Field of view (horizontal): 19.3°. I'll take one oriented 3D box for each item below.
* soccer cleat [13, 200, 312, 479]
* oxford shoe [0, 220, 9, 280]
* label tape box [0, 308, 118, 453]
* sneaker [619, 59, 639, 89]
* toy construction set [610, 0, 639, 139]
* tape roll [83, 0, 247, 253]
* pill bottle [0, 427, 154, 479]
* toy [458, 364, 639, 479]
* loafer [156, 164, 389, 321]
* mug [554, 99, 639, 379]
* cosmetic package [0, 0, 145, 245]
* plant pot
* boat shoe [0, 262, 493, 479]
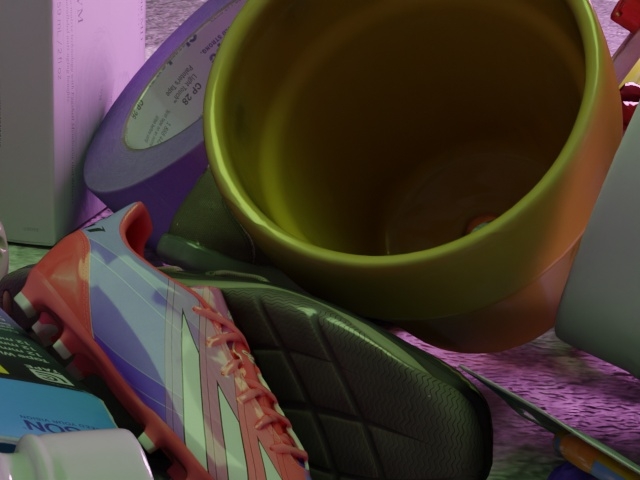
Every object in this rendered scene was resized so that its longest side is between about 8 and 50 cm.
[{"bbox_3d":[-0.061,0.081,0.999,0.095,0.083,0.248,-41,66,-11],"label":"soccer cleat"},{"bbox_3d":[-0.415,0.021,1.226,0.449,0.169,0.130,-10,-15,-39],"label":"oxford shoe"},{"bbox_3d":[-0.273,0.081,0.976,0.249,0.115,0.348,11,11,-30],"label":"label tape box"},{"bbox_3d":[0.340,-0.097,1.709,0.147,0.145,0.385,-4,17,-23],"label":"sneaker"},{"bbox_3d":[0.179,-0.059,1.507,0.309,0.257,0.237,14,-32,-17],"label":"toy construction set"},{"bbox_3d":[-0.062,-0.113,1.507,0.275,0.090,0.275,-36,25,19],"label":"tape roll"},{"bbox_3d":[-0.211,0.153,0.762,0.283,0.161,0.161,-3,18,-18],"label":"pill bottle"},{"bbox_3d":[0.176,0.152,0.965,0.237,0.056,0.137,25,-8,42],"label":"toy"},{"bbox_3d":[0.000,0.000,1.362,0.251,0.087,0.094,11,7,-43],"label":"loafer"},{"bbox_3d":[0.326,0.034,1.115,0.328,0.276,0.374,24,52,13],"label":"mug"},{"bbox_3d":[-0.246,-0.136,1.608,0.138,0.224,0.224,6,17,12],"label":"cosmetic package"},{"bbox_3d":[0.082,-0.045,1.226,0.254,0.254,0.239,10,-21,25],"label":"plant pot"},{"bbox_3d":[-0.039,0.070,1.120,0.355,0.132,0.130,15,20,35],"label":"boat shoe"}]
